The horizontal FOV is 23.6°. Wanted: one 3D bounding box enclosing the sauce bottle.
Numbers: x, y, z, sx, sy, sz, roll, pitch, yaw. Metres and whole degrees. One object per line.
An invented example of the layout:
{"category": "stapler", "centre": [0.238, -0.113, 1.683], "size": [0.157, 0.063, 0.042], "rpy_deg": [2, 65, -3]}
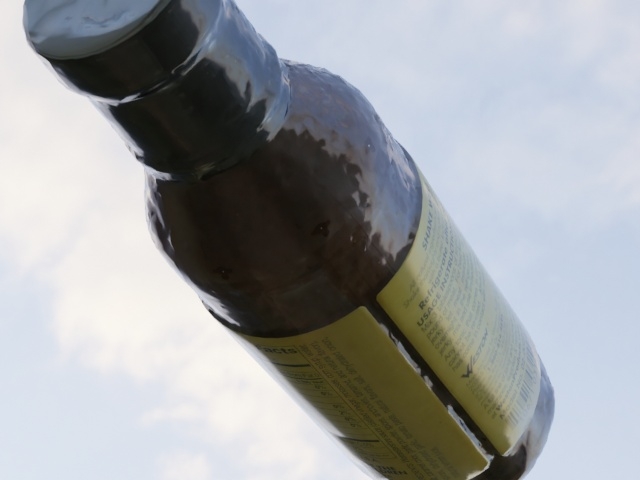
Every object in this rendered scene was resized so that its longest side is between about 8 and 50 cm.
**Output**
{"category": "sauce bottle", "centre": [0.000, 0.000, 0.648], "size": [0.111, 0.111, 0.344], "rpy_deg": [-14, -39, 19]}
